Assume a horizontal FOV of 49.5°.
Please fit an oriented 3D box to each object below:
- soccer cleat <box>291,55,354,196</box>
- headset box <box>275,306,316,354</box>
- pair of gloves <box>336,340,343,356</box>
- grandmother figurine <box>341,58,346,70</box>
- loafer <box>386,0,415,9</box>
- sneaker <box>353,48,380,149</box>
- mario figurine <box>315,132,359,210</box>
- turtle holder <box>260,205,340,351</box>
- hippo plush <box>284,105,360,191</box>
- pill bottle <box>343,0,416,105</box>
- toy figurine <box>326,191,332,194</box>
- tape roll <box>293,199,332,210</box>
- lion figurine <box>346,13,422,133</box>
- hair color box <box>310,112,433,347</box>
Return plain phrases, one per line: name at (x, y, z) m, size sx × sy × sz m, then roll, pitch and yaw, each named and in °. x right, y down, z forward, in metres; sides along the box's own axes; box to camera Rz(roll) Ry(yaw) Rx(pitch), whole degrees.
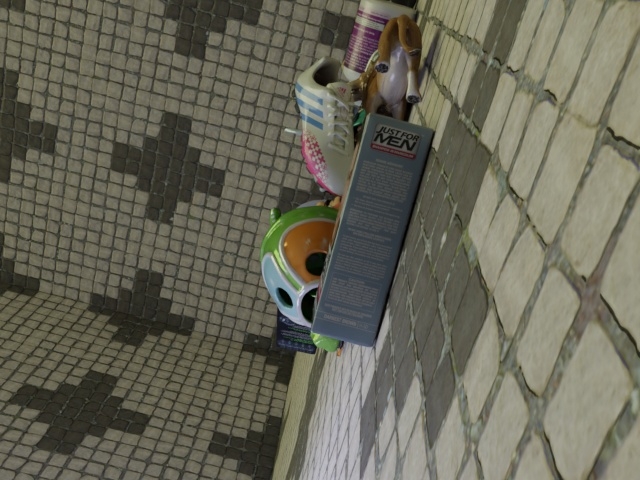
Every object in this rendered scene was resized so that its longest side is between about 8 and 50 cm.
soccer cleat at (0.023, -0.259, 1.524) m, size 0.143 × 0.116 × 0.331 m, roll -40°, pitch 56°, yaw 41°
headset box at (-0.046, 0.172, 2.102) m, size 0.283 × 0.131 × 0.246 m, roll 97°, pitch -174°, yaw -48°
pair of gloves at (0.051, 0.237, 1.697) m, size 0.083 × 0.010 × 0.074 m, roll -90°, pitch 14°, yaw -79°
grandmother figurine at (0.164, -0.550, 2.327) m, size 0.104 × 0.208 × 0.342 m, roll 65°, pitch -174°, yaw 9°
loafer at (0.252, -0.760, 2.109) m, size 0.095 × 0.109 × 0.302 m, roll -70°, pitch -6°, yaw -61°
sneaker at (0.137, -0.331, 1.750) m, size 0.178 × 0.124 × 0.295 m, roll -66°, pitch -16°, yaw -70°
mario figurine at (0.055, -0.122, 1.667) m, size 0.170 × 0.198 × 0.320 m, roll 45°, pitch 121°, yaw 44°
turtle holder at (-0.020, 0.091, 1.531) m, size 0.227 × 0.243 × 0.320 m, roll -105°, pitch 34°, yaw -50°
hippo plush at (0.052, -0.280, 2.152) m, size 0.234 × 0.294 × 0.236 m, roll 125°, pitch 144°, yaw -71°
pill bottle at (0.163, -0.550, 2.054) m, size 0.169 × 0.169 × 0.301 m, roll -80°, pitch 6°, yaw -68°
toy figurine at (0.093, -0.253, 2.399) m, size 0.213 × 0.148 × 0.209 m, roll -96°, pitch 15°, yaw -79°
tape roll at (0.000, 0.000, 1.871) m, size 0.072 × 0.219 × 0.219 m, roll -172°, pitch 97°, yaw -87°
lion figurine at (0.158, -0.367, 1.492) m, size 0.392 × 0.142 × 0.240 m, roll 122°, pitch 162°, yaw -63°
hair color box at (0.083, -0.024, 1.215) m, size 0.185 × 0.114 × 0.374 m, roll -90°, pitch 15°, yaw -83°
